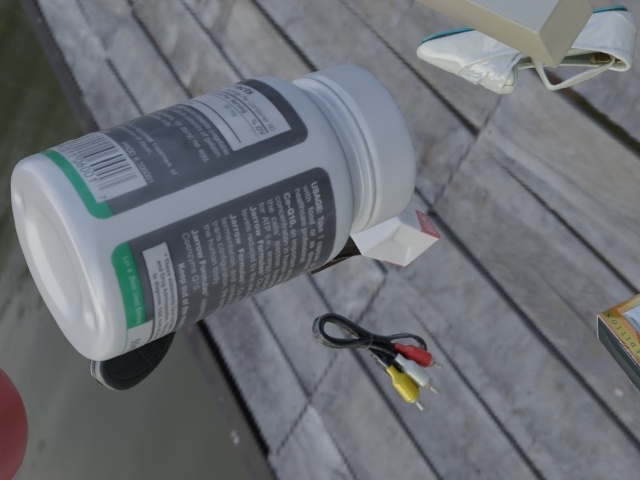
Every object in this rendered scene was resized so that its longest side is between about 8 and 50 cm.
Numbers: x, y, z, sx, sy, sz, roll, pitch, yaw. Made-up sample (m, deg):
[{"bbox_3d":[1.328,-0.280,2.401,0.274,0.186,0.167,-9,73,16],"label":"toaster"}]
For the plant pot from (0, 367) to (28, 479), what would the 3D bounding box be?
[{"bbox_3d":[-0.595,0.309,1.685,0.243,0.274,0.275,-82,14,-80],"label":"plant pot"}]

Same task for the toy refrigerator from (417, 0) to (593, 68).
[{"bbox_3d":[0.189,-0.319,1.386,0.269,0.102,0.094,33,89,30],"label":"toy refrigerator"}]

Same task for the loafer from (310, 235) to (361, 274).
[{"bbox_3d":[0.000,0.000,1.503,0.080,0.220,0.078,-113,27,-48],"label":"loafer"}]

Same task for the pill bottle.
[{"bbox_3d":[-0.097,-0.041,1.121,0.204,0.361,0.204,42,144,41],"label":"pill bottle"}]

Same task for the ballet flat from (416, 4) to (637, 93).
[{"bbox_3d":[0.379,-0.333,2.079,0.139,0.400,0.139,-8,-90,-86],"label":"ballet flat"}]

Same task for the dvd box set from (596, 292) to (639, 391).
[{"bbox_3d":[0.616,0.125,1.467,0.420,0.062,0.308,-25,47,-8],"label":"dvd box set"}]

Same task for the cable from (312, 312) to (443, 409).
[{"bbox_3d":[0.121,0.203,2.221,0.072,0.287,0.139,-17,41,54],"label":"cable"}]

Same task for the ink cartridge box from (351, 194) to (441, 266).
[{"bbox_3d":[0.053,-0.069,1.417,0.067,0.115,0.198,-40,63,19],"label":"ink cartridge box"}]

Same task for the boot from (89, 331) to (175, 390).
[{"bbox_3d":[-0.264,0.090,1.446,0.178,0.085,0.236,-9,46,37],"label":"boot"}]
